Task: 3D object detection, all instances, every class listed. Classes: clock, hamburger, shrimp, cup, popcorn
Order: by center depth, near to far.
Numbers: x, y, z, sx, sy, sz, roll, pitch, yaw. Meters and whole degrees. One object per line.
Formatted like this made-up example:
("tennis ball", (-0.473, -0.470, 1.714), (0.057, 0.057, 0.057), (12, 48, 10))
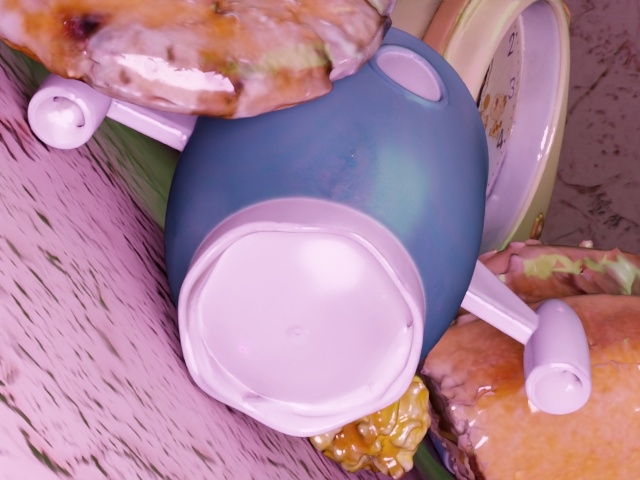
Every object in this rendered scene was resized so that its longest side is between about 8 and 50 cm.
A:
("cup", (0.000, 0.000, 0.783), (0.300, 0.167, 0.173), (28, 27, -8))
("shrimp", (-0.105, -0.181, 0.811), (0.365, 0.233, 0.071), (50, -40, 33))
("popcorn", (0.021, 0.093, 0.878), (0.068, 0.059, 0.083), (11, -31, 34))
("hamburger", (0.240, 0.167, 1.032), (0.445, 0.287, 0.268), (62, 0, -22))
("clock", (0.091, -0.089, 1.120), (0.096, 0.308, 0.235), (19, 32, 24))

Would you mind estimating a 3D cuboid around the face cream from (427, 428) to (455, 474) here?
("face cream", (0.086, 0.079, 1.296), (0.075, 0.075, 0.229), (47, 10, -46))
